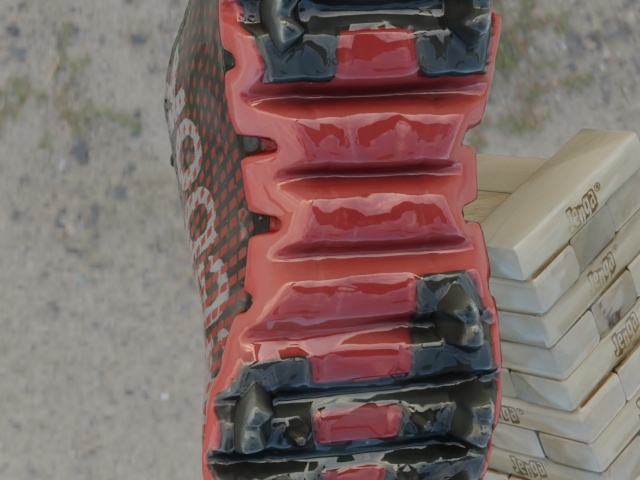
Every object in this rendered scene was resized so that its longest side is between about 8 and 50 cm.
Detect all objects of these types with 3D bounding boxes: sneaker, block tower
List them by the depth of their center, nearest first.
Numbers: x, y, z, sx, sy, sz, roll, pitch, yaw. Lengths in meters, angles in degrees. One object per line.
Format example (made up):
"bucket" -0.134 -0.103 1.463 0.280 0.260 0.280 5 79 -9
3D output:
"sneaker" 0.000 0.000 0.534 0.098 0.135 0.276 -1 97 -15
"block tower" 0.132 0.110 0.727 0.097 0.091 0.335 8 131 45
